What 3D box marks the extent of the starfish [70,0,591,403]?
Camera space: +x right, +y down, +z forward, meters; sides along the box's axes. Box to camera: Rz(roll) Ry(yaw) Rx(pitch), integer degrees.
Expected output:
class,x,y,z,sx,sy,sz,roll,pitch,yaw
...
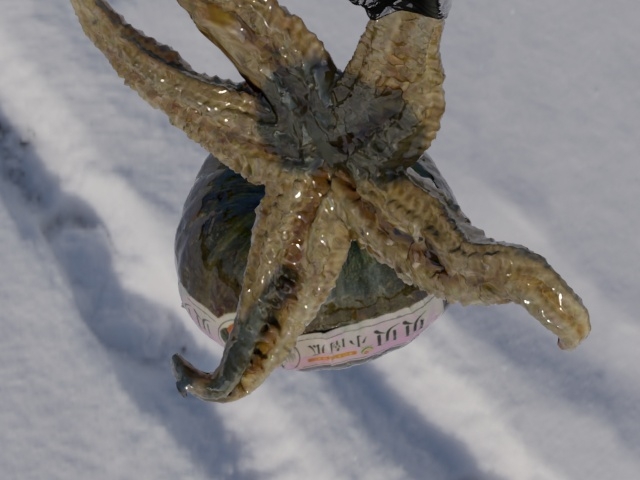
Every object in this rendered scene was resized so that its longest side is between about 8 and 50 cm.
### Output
class,x,y,z,sx,sy,sz,roll,pitch,yaw
starfish,-0.009,-0.043,0.780,0.375,0.327,0.094,26,31,27

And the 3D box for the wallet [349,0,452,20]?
class,x,y,z,sx,sy,sz,roll,pitch,yaw
wallet,-0.003,-0.265,0.473,0.051,0.197,0.377,-9,94,9

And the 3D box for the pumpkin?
class,x,y,z,sx,sy,sz,roll,pitch,yaw
pumpkin,0.000,0.002,1.227,0.260,0.189,0.260,-2,55,3
